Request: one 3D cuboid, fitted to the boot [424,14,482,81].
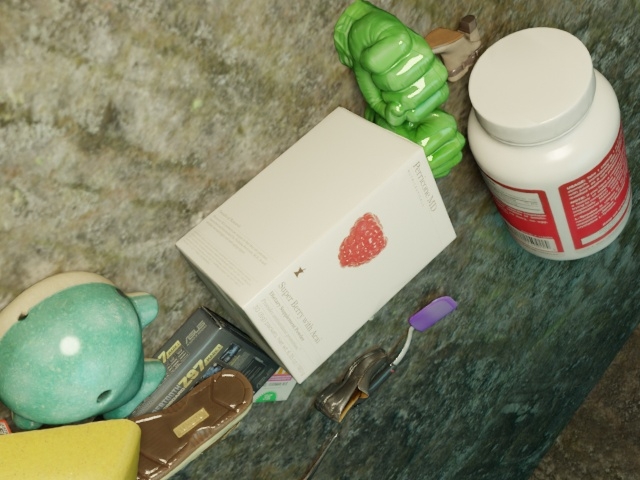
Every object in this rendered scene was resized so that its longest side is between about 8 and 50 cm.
[{"bbox_3d":[0.188,-0.266,1.116,0.118,0.042,0.087,-33,144,-22],"label":"boot"}]

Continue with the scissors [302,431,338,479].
[{"bbox_3d":[-0.039,0.513,1.593,0.297,0.021,0.109,-52,142,0],"label":"scissors"}]

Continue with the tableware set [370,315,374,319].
[{"bbox_3d":[0.038,0.061,1.218,0.128,0.039,0.194,-25,127,-31],"label":"tableware set"}]

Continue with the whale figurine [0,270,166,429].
[{"bbox_3d":[-0.263,0.155,0.915,0.216,0.141,0.272,-43,147,-11],"label":"whale figurine"}]

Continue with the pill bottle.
[{"bbox_3d":[0.371,-0.146,1.262,0.229,0.229,0.407,-48,145,-4],"label":"pill bottle"}]

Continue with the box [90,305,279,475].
[{"bbox_3d":[-0.189,0.223,1.127,0.232,0.059,0.183,-48,145,-2],"label":"box"}]

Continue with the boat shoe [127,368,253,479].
[{"bbox_3d":[-0.202,0.271,1.034,0.257,0.095,0.095,-25,156,-22],"label":"boat shoe"}]

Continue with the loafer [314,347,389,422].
[{"bbox_3d":[0.071,0.272,1.454,0.170,0.061,0.062,-42,143,-13],"label":"loafer"}]

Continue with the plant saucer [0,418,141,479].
[{"bbox_3d":[-0.366,0.369,0.858,0.333,0.081,0.332,-2,117,-25],"label":"plant saucer"}]

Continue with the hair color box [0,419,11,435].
[{"bbox_3d":[-0.420,0.245,0.860,0.141,0.043,0.072,6,118,-45],"label":"hair color box"}]

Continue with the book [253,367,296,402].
[{"bbox_3d":[-0.067,0.199,1.268,0.096,0.035,0.144,6,118,-46],"label":"book"}]

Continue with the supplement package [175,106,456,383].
[{"bbox_3d":[0.000,0.000,1.015,0.293,0.175,0.177,-42,134,-12],"label":"supplement package"}]

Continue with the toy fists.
[{"bbox_3d":[0.108,-0.179,1.017,0.096,0.142,0.279,-43,144,-11],"label":"toy fists"}]

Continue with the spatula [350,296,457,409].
[{"bbox_3d":[0.154,0.220,1.526,0.296,0.030,0.084,-50,144,0],"label":"spatula"}]
